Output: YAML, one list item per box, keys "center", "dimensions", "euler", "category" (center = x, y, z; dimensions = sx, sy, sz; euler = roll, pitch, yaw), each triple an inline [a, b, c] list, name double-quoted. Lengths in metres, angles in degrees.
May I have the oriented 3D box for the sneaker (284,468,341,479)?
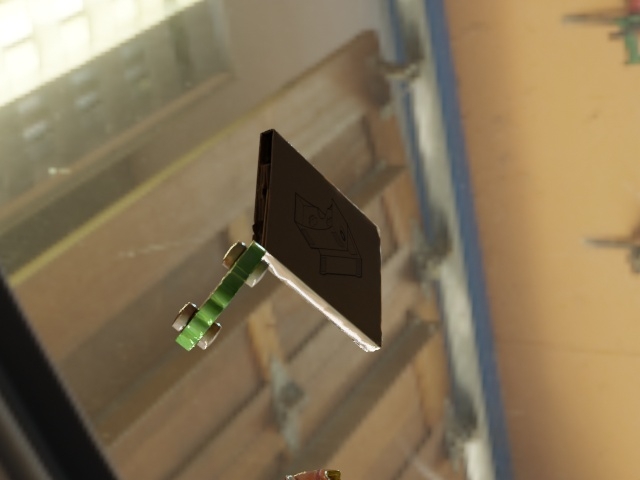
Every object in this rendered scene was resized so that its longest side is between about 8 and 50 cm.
- center: [0.007, 0.253, 1.458]
  dimensions: [0.175, 0.067, 0.064]
  euler: [-105, 4, -65]
  category: "sneaker"

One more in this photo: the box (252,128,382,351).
- center: [0.000, 0.000, 1.670]
  dimensions: [0.201, 0.021, 0.164]
  euler: [41, -143, -38]
  category: "box"

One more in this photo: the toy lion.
- center: [-0.073, 0.040, 1.206]
  dimensions: [0.100, 0.034, 0.096]
  euler: [-52, 2, -15]
  category: "toy lion"
